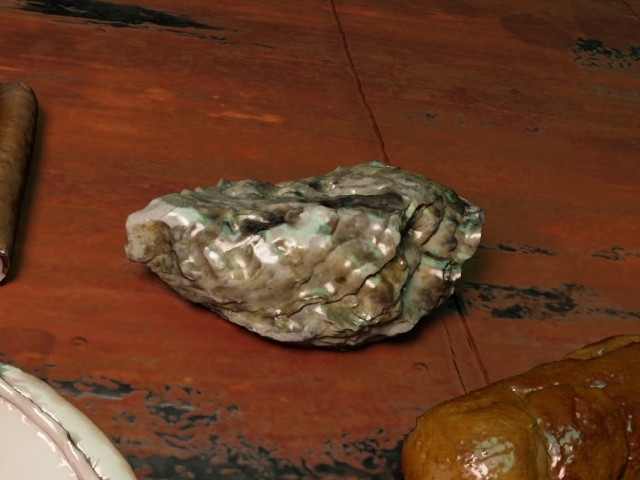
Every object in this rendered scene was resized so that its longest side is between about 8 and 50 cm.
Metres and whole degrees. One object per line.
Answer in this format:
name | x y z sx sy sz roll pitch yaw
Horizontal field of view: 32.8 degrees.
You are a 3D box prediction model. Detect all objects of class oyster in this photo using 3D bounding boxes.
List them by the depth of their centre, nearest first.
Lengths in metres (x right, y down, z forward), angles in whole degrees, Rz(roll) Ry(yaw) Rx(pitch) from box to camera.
oyster | 0.000 0.000 0.859 0.267 0.112 0.198 -24 50 -40

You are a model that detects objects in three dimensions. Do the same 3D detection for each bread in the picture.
bread | 0.198 0.123 0.778 0.344 0.084 0.124 -14 43 -36

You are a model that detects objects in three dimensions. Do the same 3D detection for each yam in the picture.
yam | -0.264 -0.060 0.901 0.046 0.046 0.264 6 36 -13

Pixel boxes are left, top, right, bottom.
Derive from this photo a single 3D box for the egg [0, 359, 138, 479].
egg | -0.199 0.200 0.453 0.264 0.174 0.286 18 58 6
